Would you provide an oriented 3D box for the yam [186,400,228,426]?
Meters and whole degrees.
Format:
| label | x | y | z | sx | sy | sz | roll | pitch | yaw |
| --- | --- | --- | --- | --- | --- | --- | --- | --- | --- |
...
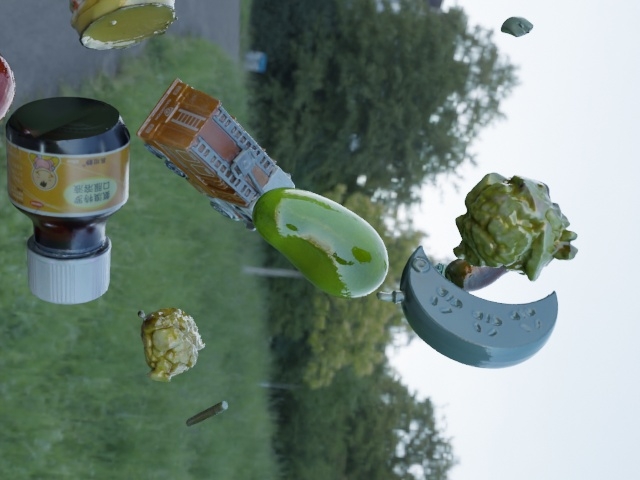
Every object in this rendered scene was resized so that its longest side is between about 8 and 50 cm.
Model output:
| label | x | y | z | sx | sy | sz | roll | pitch | yaw |
| --- | --- | --- | --- | --- | --- | --- | --- | --- | --- |
| yam | -0.234 | 0.356 | 1.574 | 0.116 | 0.021 | 0.021 | -31 | -139 | 29 |

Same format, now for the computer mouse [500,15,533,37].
| label | x | y | z | sx | sy | sz | roll | pitch | yaw |
| --- | --- | --- | --- | --- | --- | --- | --- | --- | --- |
| computer mouse | 0.466 | -0.513 | 1.831 | 0.032 | 0.056 | 0.110 | 59 | -1 | -31 |

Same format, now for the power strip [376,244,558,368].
| label | x | y | z | sx | sy | sz | roll | pitch | yaw |
| --- | --- | --- | --- | --- | --- | --- | --- | --- | --- |
| power strip | 0.205 | 0.095 | 1.077 | 0.167 | 0.253 | 0.054 | -69 | 175 | -46 |

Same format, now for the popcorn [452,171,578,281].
| label | x | y | z | sx | sy | sz | roll | pitch | yaw |
| --- | --- | --- | --- | --- | --- | --- | --- | --- | --- |
| popcorn | 0.325 | -0.022 | 1.267 | 0.185 | 0.188 | 0.167 | -142 | -115 | -73 |

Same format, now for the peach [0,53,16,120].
| label | x | y | z | sx | sy | sz | roll | pitch | yaw |
| --- | --- | --- | --- | --- | --- | --- | --- | --- | --- |
| peach | -0.882 | -0.372 | 1.844 | 0.238 | 0.281 | 0.280 | 124 | -27 | -79 |

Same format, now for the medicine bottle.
| label | x | y | z | sx | sy | sz | roll | pitch | yaw |
| --- | --- | --- | --- | --- | --- | --- | --- | --- | --- |
| medicine bottle | -0.508 | -0.074 | 1.580 | 0.242 | 0.243 | 0.395 | -102 | -165 | -61 |

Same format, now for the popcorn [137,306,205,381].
| label | x | y | z | sx | sy | sz | roll | pitch | yaw |
| --- | --- | --- | --- | --- | --- | --- | --- | --- | --- |
| popcorn | -0.332 | 0.228 | 1.720 | 0.194 | 0.140 | 0.163 | 136 | -61 | -74 |

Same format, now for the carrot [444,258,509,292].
| label | x | y | z | sx | sy | sz | roll | pitch | yaw |
| --- | --- | --- | --- | --- | --- | --- | --- | --- | --- |
| carrot | 0.364 | 0.054 | 1.668 | 0.087 | 0.193 | 0.087 | 159 | -90 | -78 |

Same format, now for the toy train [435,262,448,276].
| label | x | y | z | sx | sy | sz | roll | pitch | yaw |
| --- | --- | --- | --- | --- | --- | --- | --- | --- | --- |
| toy train | 0.319 | 0.101 | 2.038 | 0.033 | 0.053 | 0.083 | 126 | -18 | -61 |

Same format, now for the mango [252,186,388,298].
| label | x | y | z | sx | sy | sz | roll | pitch | yaw |
| --- | --- | --- | --- | --- | --- | --- | --- | --- | --- |
| mango | 0.000 | 0.000 | 1.445 | 0.143 | 0.293 | 0.175 | -42 | -154 | 37 |

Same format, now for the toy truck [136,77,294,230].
| label | x | y | z | sx | sy | sz | roll | pitch | yaw |
| --- | --- | --- | --- | --- | --- | --- | --- | --- | --- |
| toy truck | -0.213 | -0.176 | 1.753 | 0.207 | 0.387 | 0.173 | 24 | -104 | 39 |

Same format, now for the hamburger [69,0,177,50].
| label | x | y | z | sx | sy | sz | roll | pitch | yaw |
| --- | --- | --- | --- | --- | --- | --- | --- | --- | --- |
| hamburger | -0.525 | -0.646 | 1.993 | 0.276 | 0.276 | 0.236 | 140 | -69 | -73 |
